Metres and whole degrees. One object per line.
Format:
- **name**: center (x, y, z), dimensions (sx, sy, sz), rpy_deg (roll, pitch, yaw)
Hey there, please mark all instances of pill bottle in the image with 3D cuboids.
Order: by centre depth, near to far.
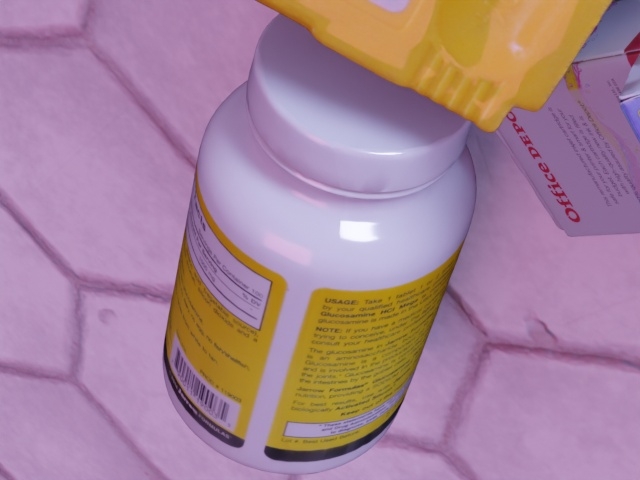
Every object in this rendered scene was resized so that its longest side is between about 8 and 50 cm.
- **pill bottle**: center (0.000, 0.000, 1.163), dimensions (0.188, 0.188, 0.334), rpy_deg (32, 141, 13)

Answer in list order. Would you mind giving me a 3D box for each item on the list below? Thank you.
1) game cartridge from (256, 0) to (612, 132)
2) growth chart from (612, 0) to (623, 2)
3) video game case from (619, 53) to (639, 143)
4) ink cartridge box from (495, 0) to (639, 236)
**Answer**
- **game cartridge**: center (0.032, -0.235, 0.879), dimensions (0.324, 0.052, 0.285), rpy_deg (29, 125, -1)
- **growth chart**: center (0.211, -0.161, 0.946), dimensions (0.237, 0.021, 0.172), rpy_deg (27, 150, 20)
- **video game case**: center (0.320, -0.011, 0.853), dimensions (0.244, 0.061, 0.269), rpy_deg (-17, 116, 33)
- **ink cartridge box**: center (0.192, -0.074, 0.993), dimensions (0.175, 0.072, 0.127), rpy_deg (-3, 128, 55)
